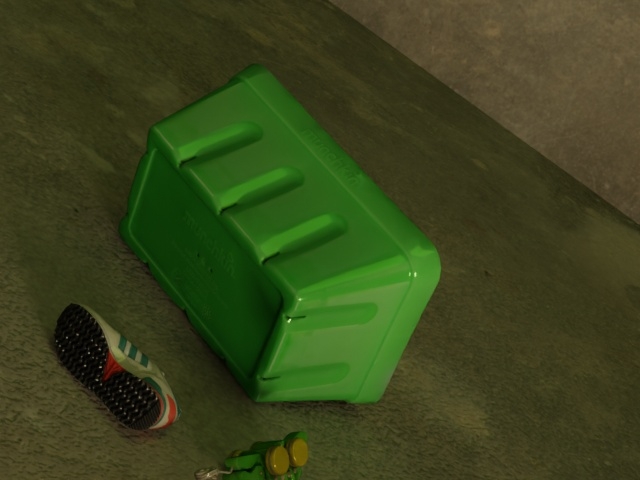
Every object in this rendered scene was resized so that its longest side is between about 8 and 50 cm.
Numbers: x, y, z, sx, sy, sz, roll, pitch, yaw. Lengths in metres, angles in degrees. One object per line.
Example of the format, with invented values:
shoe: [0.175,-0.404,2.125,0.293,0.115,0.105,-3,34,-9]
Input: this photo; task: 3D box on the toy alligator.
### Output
toy alligator: [-0.062,0.229,1.544,0.189,0.056,0.051,-12,91,-59]

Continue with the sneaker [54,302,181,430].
sneaker: [-0.198,0.128,1.565,0.161,0.057,0.075,44,8,25]

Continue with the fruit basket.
fruit basket: [0.000,0.000,1.832,0.392,0.283,0.392,14,39,-11]
